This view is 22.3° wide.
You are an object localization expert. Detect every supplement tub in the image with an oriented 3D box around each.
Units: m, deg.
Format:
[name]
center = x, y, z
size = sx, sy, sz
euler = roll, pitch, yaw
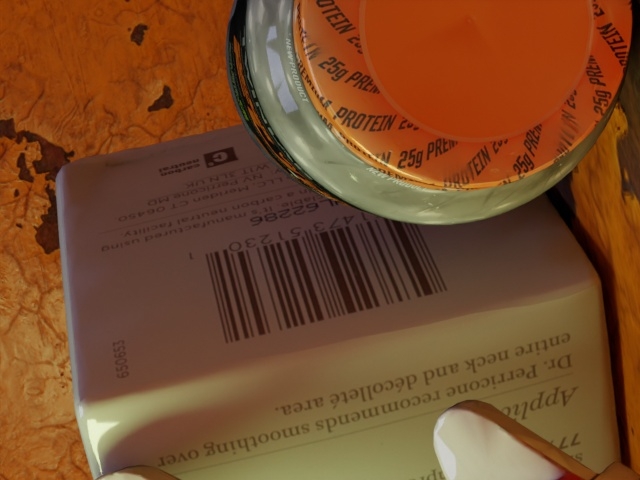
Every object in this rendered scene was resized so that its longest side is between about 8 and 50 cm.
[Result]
[supplement tub]
center = 0.050, -0.108, 0.874
size = 0.316, 0.194, 0.193
euler = -153, 49, -84

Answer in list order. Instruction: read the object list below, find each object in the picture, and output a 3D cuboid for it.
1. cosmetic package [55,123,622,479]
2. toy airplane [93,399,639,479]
[cosmetic package]
center = 0.015, 0.146, 1.168
size = 0.327, 0.330, 0.393
euler = -112, 10, -59
[toy airplane]
center = 0.062, 0.284, 0.859
size = 0.386, 0.272, 0.384
euler = -12, 107, 41
